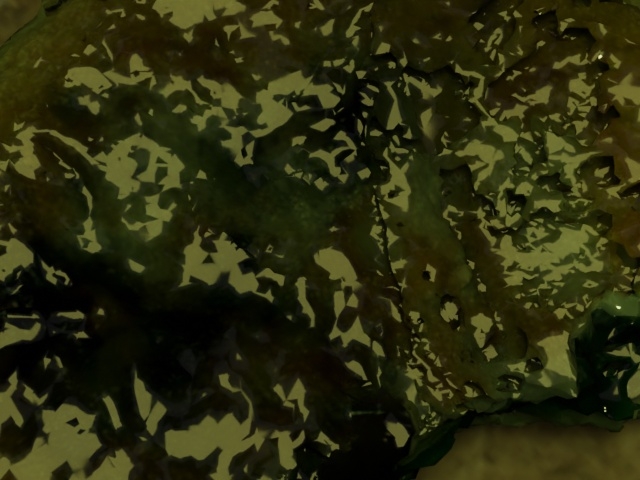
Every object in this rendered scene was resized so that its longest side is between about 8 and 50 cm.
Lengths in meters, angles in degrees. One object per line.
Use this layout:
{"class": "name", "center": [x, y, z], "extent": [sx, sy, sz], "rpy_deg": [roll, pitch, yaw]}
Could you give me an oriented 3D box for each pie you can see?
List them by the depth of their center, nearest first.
{"class": "pie", "center": [0.000, 0.000, 0.562], "extent": [0.371, 0.078, 0.296], "rpy_deg": [-35, 70, -18]}
